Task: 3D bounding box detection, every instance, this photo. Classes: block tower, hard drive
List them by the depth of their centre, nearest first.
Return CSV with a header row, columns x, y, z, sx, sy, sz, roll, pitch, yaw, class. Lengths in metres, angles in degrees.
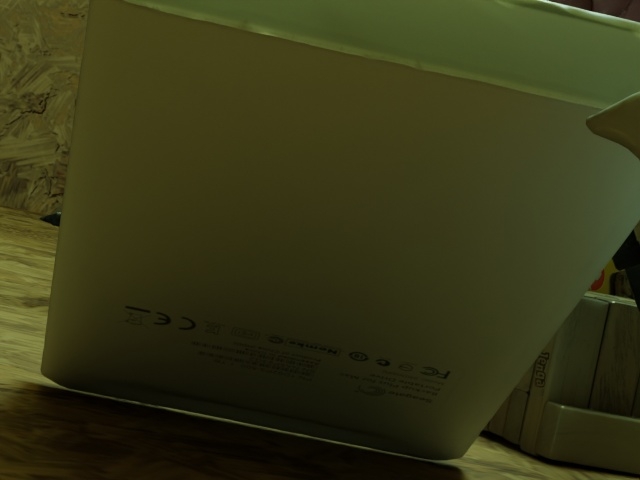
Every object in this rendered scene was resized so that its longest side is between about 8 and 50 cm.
x,y,z,sx,sy,sz,roll,pitch,yaw,class
0.000,0.000,0.694,0.203,0.040,0.307,12,-30,-6,hard drive
0.096,0.060,1.083,0.091,0.097,0.335,11,3,-26,block tower

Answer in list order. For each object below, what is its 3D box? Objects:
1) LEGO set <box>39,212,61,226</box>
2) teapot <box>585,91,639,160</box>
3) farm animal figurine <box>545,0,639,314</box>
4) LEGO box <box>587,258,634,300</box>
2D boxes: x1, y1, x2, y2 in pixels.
x,y,z,sx,sy,sz,roll,pitch,yaw,class
-0.025,-0.045,1.313,0.331,0.255,0.192,15,-1,-29,LEGO set
0.238,0.055,0.526,0.256,0.187,0.252,12,1,-40,teapot
0.205,-0.032,0.775,0.172,0.326,0.330,-20,-10,13,farm animal figurine
0.389,0.025,1.155,0.373,0.193,0.500,-8,11,-29,LEGO box
